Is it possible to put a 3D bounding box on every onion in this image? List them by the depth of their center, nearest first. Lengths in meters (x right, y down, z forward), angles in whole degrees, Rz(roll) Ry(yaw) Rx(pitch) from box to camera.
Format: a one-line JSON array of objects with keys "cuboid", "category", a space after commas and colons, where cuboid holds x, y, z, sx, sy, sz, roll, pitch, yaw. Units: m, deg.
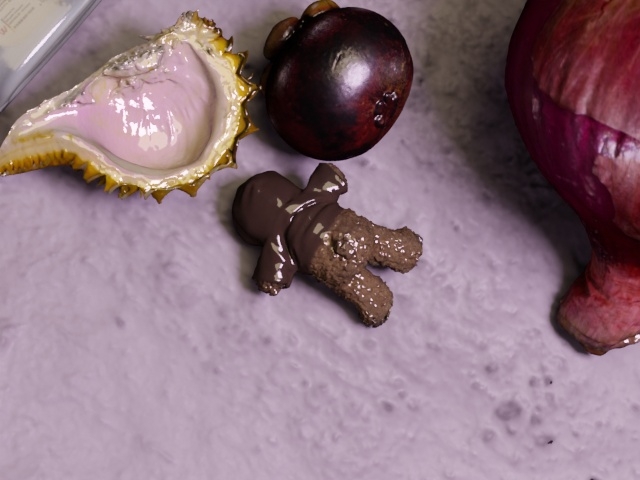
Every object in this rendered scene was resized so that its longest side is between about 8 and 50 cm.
[{"cuboid": [0.293, -0.081, 1.571, 0.347, 0.348, 0.385, 16, 109, -15], "category": "onion"}]

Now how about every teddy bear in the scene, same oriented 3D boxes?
[{"cuboid": [0.004, 0.000, 1.535, 0.160, 0.078, 0.119, 29, 81, -8], "category": "teddy bear"}]

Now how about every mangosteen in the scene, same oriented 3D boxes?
[{"cuboid": [0.005, -0.135, 1.562, 0.140, 0.140, 0.140, 5, 73, -19], "category": "mangosteen"}]

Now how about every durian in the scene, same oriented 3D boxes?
[{"cuboid": [-0.158, -0.090, 1.509, 0.224, 0.078, 0.140, -19, 94, -13], "category": "durian"}]

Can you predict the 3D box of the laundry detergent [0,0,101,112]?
[{"cuboid": [-0.302, -0.250, 1.480, 0.280, 0.105, 0.215, 40, 68, -7], "category": "laundry detergent"}]
